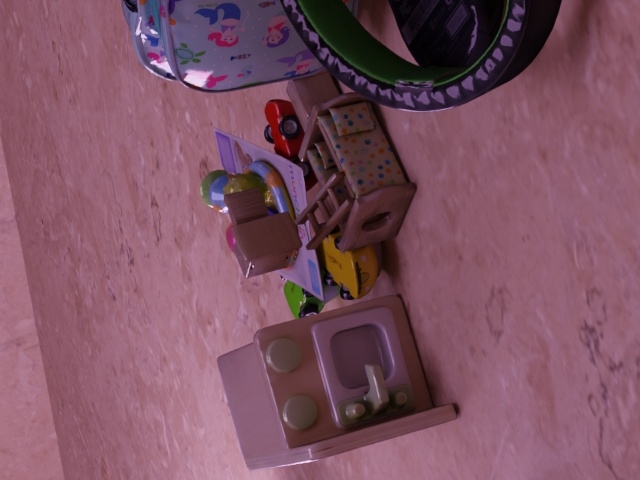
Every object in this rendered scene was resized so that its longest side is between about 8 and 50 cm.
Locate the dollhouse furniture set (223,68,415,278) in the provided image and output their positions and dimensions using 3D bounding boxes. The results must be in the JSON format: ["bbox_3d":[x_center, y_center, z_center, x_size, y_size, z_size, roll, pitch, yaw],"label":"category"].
[{"bbox_3d":[-0.026,-0.082,1.776,0.101,0.161,0.182,110,140,-60],"label":"dollhouse furniture set"}]

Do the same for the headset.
[{"bbox_3d":[0.063,-0.292,1.370,0.243,0.185,0.394,6,117,42],"label":"headset"}]

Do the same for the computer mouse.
[{"bbox_3d":[0.093,-0.257,1.473,0.262,0.060,0.184,60,139,30],"label":"computer mouse"}]

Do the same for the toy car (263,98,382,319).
[{"bbox_3d":[0.000,0.000,1.937,0.225,0.053,0.239,100,150,-53],"label":"toy car"}]

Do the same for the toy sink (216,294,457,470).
[{"bbox_3d":[0.010,0.135,1.860,0.234,0.152,0.131,153,102,-72],"label":"toy sink"}]

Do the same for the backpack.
[{"bbox_3d":[-0.072,-0.239,1.693,0.253,0.225,0.191,104,151,-63],"label":"backpack"}]

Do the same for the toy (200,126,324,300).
[{"bbox_3d":[-0.072,-0.025,1.952,0.237,0.056,0.137,-146,43,-65],"label":"toy"}]
